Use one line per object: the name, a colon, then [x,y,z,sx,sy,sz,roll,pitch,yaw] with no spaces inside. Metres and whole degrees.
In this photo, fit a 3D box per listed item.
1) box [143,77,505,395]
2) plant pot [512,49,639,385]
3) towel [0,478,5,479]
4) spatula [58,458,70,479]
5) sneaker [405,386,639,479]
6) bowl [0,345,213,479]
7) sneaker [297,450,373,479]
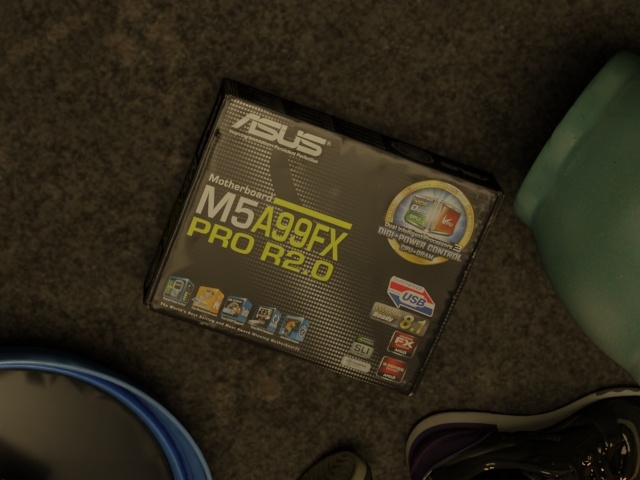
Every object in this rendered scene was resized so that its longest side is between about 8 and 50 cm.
box: [0.000,0.000,1.719,0.270,0.060,0.216,20,108,-12]
plant pot: [0.291,-0.042,1.636,0.196,0.293,0.293,36,105,12]
towel: [-0.272,0.255,1.708,0.083,0.009,0.060,31,96,-22]
spatula: [-0.384,0.239,1.780,0.296,0.030,0.084,-3,111,-14]
sneaker: [0.228,0.220,1.789,0.283,0.124,0.107,-8,112,-2]
bowl: [-0.288,0.279,1.758,0.391,0.077,0.391,-5,109,-15]
sneaker: [0.011,0.309,1.839,0.118,0.083,0.222,24,104,-29]
